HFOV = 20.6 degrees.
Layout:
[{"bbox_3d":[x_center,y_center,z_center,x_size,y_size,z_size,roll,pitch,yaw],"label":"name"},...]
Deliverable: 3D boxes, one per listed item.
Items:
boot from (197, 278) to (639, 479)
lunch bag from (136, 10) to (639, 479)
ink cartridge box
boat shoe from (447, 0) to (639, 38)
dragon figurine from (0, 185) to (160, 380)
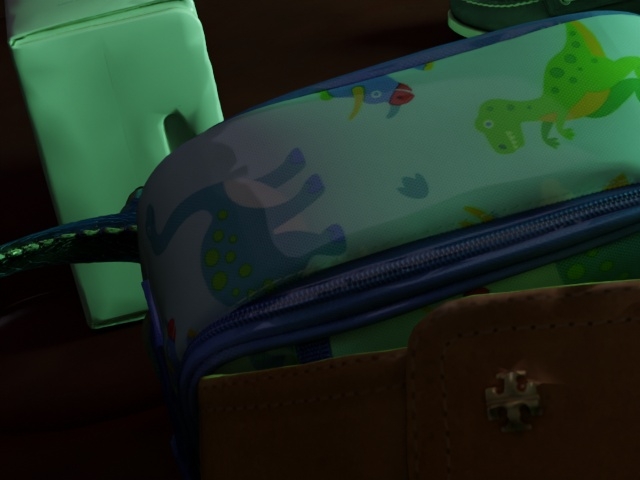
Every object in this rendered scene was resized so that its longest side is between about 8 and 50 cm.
[{"bbox_3d":[0.096,0.111,0.360,0.295,0.211,0.104,-3,-5,27],"label":"boot"},{"bbox_3d":[0.035,0.034,0.554,0.176,0.219,0.090,-15,60,-5],"label":"lunch bag"},{"bbox_3d":[-0.100,-0.074,0.896,0.093,0.154,0.212,-16,26,-6],"label":"ink cartridge box"},{"bbox_3d":[0.168,-0.155,1.038,0.206,0.065,0.075,3,30,30],"label":"boat shoe"},{"bbox_3d":[0.000,0.000,0.673,0.289,0.085,0.144,12,-27,-42],"label":"dragon figurine"}]
